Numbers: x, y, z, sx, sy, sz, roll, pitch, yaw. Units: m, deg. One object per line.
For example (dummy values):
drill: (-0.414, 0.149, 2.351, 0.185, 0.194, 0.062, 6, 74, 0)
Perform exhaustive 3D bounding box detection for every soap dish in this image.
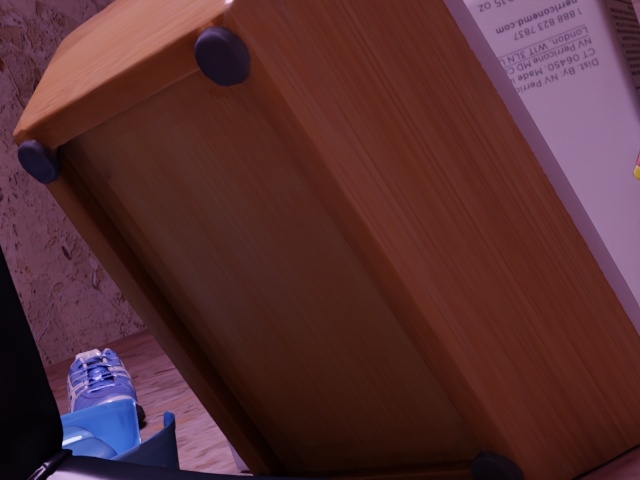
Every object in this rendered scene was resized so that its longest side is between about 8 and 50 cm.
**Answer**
soap dish: (0.000, 0.000, 0.549, 0.229, 0.290, 0.118, -17, 22, 48)

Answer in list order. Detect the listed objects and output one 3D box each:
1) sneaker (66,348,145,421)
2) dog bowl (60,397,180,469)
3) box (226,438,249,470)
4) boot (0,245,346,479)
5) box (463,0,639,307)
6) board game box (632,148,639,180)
sneaker: (-0.232, 0.159, 1.194, 0.080, 0.081, 0.211, -17, 2, -17)
dog bowl: (-0.157, 0.151, 0.617, 0.166, 0.074, 0.297, -19, 1, -18)
box: (-0.011, 0.083, 0.736, 0.101, 0.102, 0.087, -21, 0, -29)
boot: (-0.101, 0.065, 0.404, 0.247, 0.207, 0.094, -18, 1, 6)
box: (0.146, -0.039, 0.688, 0.127, 0.232, 0.149, -19, 1, 23)
board game box: (0.265, -0.030, 0.566, 0.170, 0.048, 0.141, 33, 36, 34)
